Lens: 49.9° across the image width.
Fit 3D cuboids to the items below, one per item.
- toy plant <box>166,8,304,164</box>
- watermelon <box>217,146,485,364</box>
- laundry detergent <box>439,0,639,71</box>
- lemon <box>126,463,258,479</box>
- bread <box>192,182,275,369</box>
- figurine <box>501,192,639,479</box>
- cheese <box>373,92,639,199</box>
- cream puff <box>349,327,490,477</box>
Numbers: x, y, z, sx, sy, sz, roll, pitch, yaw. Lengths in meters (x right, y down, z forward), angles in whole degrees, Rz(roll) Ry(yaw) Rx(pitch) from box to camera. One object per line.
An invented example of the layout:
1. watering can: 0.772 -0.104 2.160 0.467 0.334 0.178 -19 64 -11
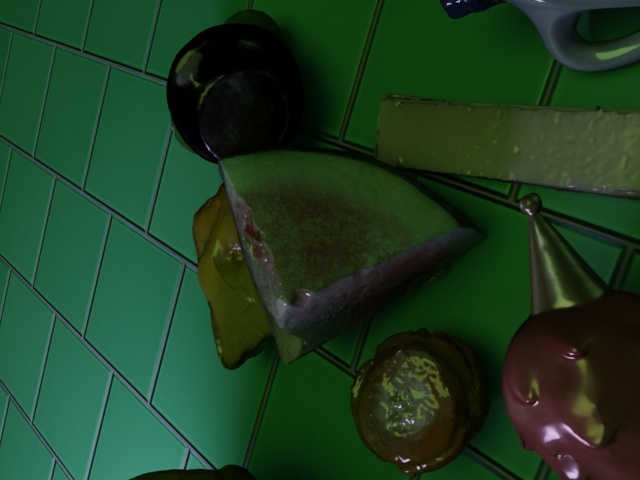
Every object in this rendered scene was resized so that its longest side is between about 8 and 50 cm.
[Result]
1. toy plant: -0.115 -0.186 0.892 0.218 0.175 0.235 -55 25 17
2. watermelon: 0.000 0.000 0.730 0.310 0.193 0.232 24 68 13
3. laundry detergent: 0.226 -0.239 0.547 0.280 0.215 0.105 -21 30 42
4. lemon: -0.153 0.434 0.752 0.350 0.349 0.387 48 148 36
5. bread: -0.092 0.033 0.889 0.160 0.088 0.233 -33 67 34
6. figurine: 0.239 0.145 0.520 0.207 0.166 0.387 109 140 -68
7. cheese: 0.206 -0.089 0.647 0.400 0.034 0.085 16 98 44
8. cream puff: 0.102 0.154 0.681 0.126 0.103 0.144 42 116 24
